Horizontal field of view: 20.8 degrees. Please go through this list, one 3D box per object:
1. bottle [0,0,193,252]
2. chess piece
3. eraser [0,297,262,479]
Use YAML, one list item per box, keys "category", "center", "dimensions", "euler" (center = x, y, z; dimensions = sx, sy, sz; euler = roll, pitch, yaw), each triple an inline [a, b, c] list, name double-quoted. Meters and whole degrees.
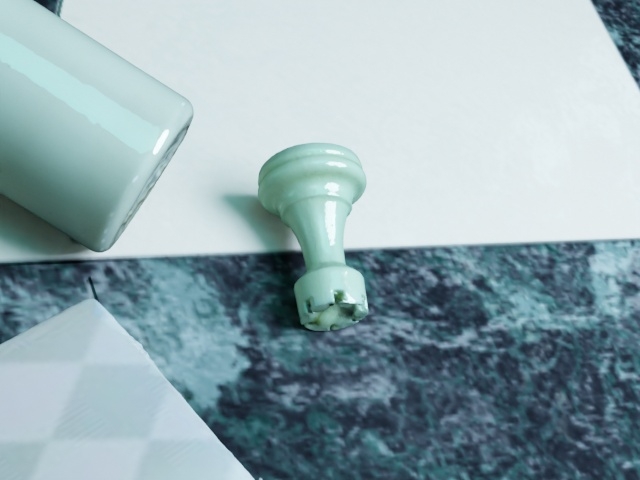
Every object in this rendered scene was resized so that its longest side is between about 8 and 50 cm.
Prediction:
- category: "bottle"
  center: [-0.197, -0.098, 0.975]
  dimensions: [0.245, 0.104, 0.104]
  euler: [32, 44, -2]
- category: "chess piece"
  center: [0.000, 0.000, 1.042]
  dimensions: [0.067, 0.067, 0.103]
  euler: [6, 60, -27]
- category: "eraser"
  center: [-0.184, 0.194, 0.749]
  dimensions: [0.213, 0.082, 0.397]
  euler: [47, 45, 13]
